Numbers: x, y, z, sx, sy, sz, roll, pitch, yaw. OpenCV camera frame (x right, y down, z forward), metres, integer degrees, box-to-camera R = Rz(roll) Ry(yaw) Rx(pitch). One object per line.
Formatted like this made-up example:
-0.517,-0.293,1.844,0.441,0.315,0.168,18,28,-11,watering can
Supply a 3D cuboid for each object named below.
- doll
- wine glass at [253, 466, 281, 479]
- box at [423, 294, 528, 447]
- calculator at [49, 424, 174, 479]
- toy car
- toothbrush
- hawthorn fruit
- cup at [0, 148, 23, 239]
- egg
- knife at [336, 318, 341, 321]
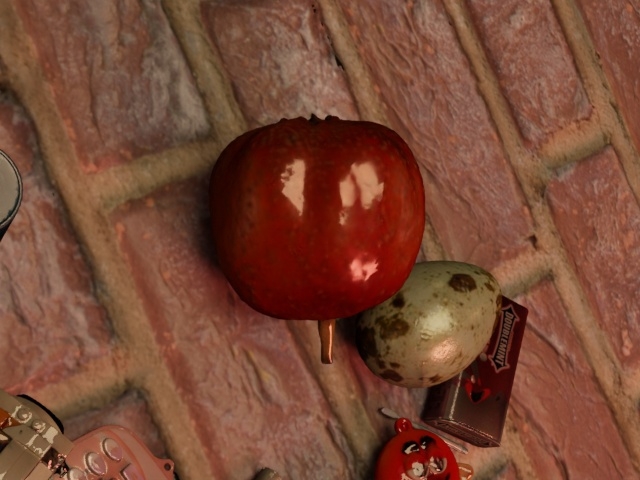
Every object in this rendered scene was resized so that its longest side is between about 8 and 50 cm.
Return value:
0.145,0.356,1.372,0.183,0.085,0.217,-2,88,-28,doll
-0.082,0.335,1.269,0.039,0.042,0.083,51,56,-17,wine glass
0.236,0.187,1.475,0.120,0.069,0.224,29,64,-21,box
-0.294,0.366,1.140,0.329,0.048,0.220,-38,97,-34,calculator
-0.426,0.203,1.047,0.301,0.118,0.193,40,60,-5,toy car
0.152,0.279,1.435,0.167,0.014,0.011,30,67,-23,toothbrush
0.000,0.000,1.286,0.287,0.287,0.331,-5,94,-31,hawthorn fruit
-0.420,-0.058,1.103,0.176,0.155,0.131,51,59,-11,cup
0.156,0.112,1.380,0.231,0.169,0.169,-26,91,-18,egg
0.067,0.037,1.445,0.030,0.014,0.207,42,60,-15,knife
